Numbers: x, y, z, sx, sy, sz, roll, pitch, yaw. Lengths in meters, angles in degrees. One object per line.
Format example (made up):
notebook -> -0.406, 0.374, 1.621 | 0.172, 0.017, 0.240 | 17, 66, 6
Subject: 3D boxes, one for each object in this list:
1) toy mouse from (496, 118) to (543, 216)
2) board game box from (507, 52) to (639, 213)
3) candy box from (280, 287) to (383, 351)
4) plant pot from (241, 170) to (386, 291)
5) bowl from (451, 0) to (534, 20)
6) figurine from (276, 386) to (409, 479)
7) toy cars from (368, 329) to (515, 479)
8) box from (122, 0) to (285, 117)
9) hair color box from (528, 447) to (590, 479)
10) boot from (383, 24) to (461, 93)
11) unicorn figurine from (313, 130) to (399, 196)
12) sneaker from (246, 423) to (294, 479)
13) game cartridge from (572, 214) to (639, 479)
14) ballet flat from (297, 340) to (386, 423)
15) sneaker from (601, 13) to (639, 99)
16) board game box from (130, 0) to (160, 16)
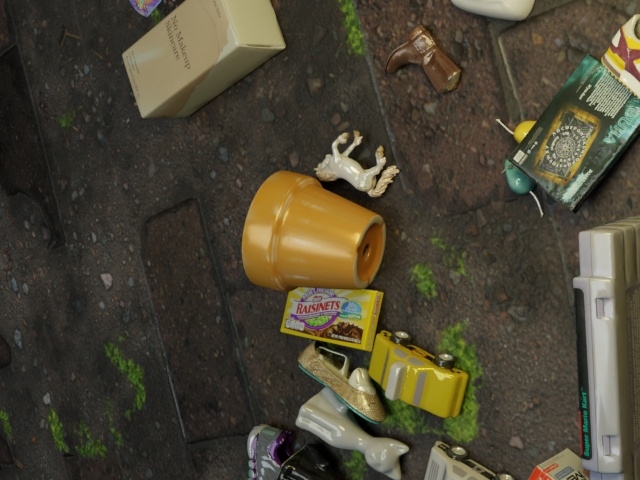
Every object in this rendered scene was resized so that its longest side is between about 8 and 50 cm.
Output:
toy mouse -> 0.317, -0.103, 1.447 | 0.161, 0.031, 0.143 | 9, 103, 42
board game box -> 0.363, -0.148, 1.373 | 0.126, 0.026, 0.186 | 46, 112, 27
candy box -> 0.017, 0.128, 1.748 | 0.206, 0.027, 0.105 | 6, 80, 43
plant pot -> 0.000, 0.000, 1.663 | 0.188, 0.205, 0.205 | 15, 108, 25
bowl -> 0.250, -0.398, 1.444 | 0.142, 0.053, 0.142 | 23, 111, 38
figurine -> 0.048, 0.398, 1.761 | 0.209, 0.092, 0.214 | 29, 116, 27
toy cars -> 0.187, 0.315, 1.605 | 0.176, 0.087, 0.393 | -39, 71, 40
box -> -0.222, -0.354, 1.841 | 0.311, 0.121, 0.147 | -28, 78, 42
hair color box -> 0.390, 0.382, 1.425 | 0.167, 0.093, 0.053 | 39, 122, 31
boot -> 0.162, -0.265, 1.563 | 0.114, 0.037, 0.106 | 54, 131, 16
unicorn figurine -> 0.049, -0.128, 1.672 | 0.162, 0.060, 0.111 | 43, 123, 29
sneaker -> -0.086, 0.467, 1.892 | 0.098, 0.083, 0.223 | -2, 96, 39
game cartridge -> 0.402, 0.150, 1.279 | 0.068, 0.230, 0.354 | 1, 98, 43
ballet flat -> 0.043, 0.241, 1.742 | 0.206, 0.073, 0.067 | 33, 104, 30
sneaker -> 0.450, -0.216, 1.278 | 0.185, 0.070, 0.083 | 46, 130, 26
board game box -> -0.358, -0.540, 1.995 | 0.169, 0.033, 0.133 | -35, 74, 40
